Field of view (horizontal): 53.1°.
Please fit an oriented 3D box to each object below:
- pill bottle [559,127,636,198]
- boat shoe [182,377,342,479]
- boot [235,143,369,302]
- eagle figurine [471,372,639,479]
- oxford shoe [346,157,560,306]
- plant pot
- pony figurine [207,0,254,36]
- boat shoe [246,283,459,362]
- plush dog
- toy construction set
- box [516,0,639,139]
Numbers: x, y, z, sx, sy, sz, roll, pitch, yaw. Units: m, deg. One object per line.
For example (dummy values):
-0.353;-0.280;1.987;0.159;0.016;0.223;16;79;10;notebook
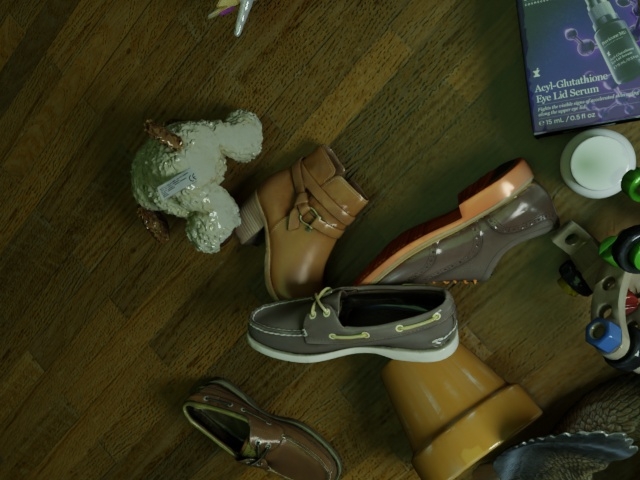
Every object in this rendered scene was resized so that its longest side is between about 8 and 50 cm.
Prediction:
0.377;-0.105;0.877;0.094;0.169;0.094;3;97;20;pill bottle
-0.112;0.364;1.149;0.307;0.104;0.110;24;104;16;boat shoe
0.000;0.000;1.078;0.220;0.109;0.283;-37;76;17;boot
0.356;0.318;0.905;0.225;0.226;0.298;8;113;1;eagle figurine
0.191;0.030;0.990;0.364;0.130;0.132;-36;96;26;oxford shoe
0.196;0.246;0.983;0.205;0.205;0.188;-44;65;19;plant pot
-0.032;-0.516;0.954;0.363;0.303;0.351;-13;101;6;pony figurine
0.039;0.115;0.955;0.324;0.116;0.096;0;128;15;boat shoe
-0.248;-0.119;1.090;0.225;0.210;0.262;-9;63;49;plush dog
0.464;0.024;0.855;0.309;0.237;0.257;8;115;-10;toy construction set
0.364;-0.258;0.897;0.153;0.108;0.207;-8;94;22;box
